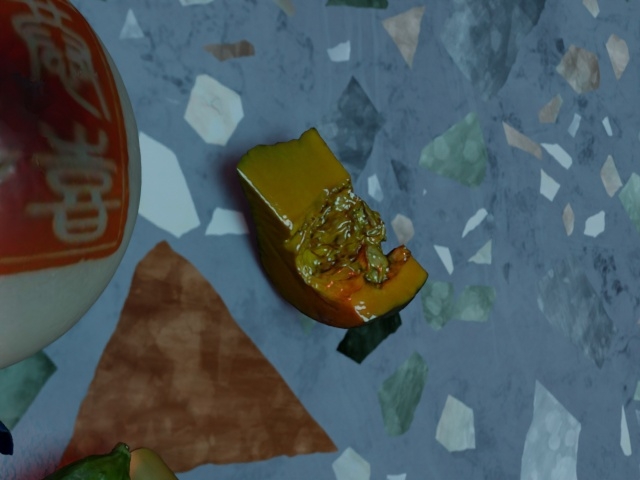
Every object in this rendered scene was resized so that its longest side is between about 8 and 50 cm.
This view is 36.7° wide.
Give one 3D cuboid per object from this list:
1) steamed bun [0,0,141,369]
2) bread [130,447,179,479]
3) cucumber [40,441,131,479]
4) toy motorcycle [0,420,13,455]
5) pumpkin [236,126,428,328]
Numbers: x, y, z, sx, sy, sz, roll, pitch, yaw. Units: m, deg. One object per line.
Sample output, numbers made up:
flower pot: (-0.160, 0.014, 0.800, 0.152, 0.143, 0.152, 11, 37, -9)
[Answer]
steamed bun: (-0.295, -0.076, 0.763, 0.374, 0.241, 0.374, 18, 67, -49)
bread: (-0.168, 0.274, 1.028, 0.049, 0.103, 0.062, -32, 153, -24)
cucumber: (-0.256, 0.284, 0.903, 0.244, 0.134, 0.134, -50, 118, -35)
toy motorcycle: (-0.337, 0.242, 0.759, 0.196, 0.125, 0.331, -9, 59, -13)
pumpkin: (-0.004, -0.003, 1.127, 0.131, 0.126, 0.248, -35, 92, -26)
